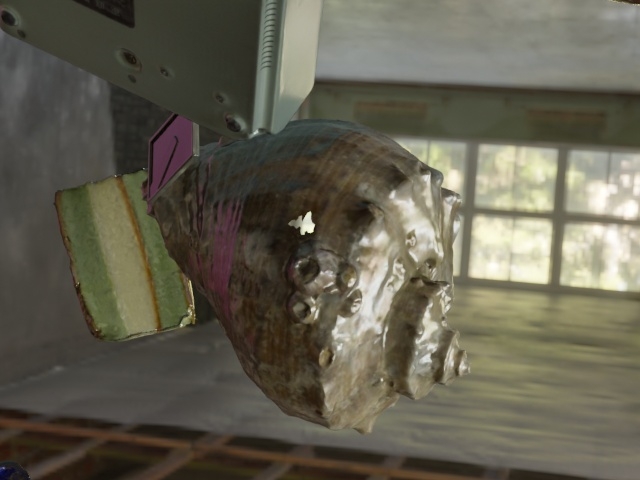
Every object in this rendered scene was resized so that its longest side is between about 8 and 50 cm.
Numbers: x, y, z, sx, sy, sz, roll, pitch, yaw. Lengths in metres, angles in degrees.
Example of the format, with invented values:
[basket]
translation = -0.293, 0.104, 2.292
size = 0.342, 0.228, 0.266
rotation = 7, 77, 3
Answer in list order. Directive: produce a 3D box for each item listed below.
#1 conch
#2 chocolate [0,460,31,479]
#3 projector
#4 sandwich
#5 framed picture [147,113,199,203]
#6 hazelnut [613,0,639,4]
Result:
[conch]
translation = 0.007, -0.008, 1.011
size = 0.297, 0.352, 0.210
rotation = -43, 173, -38
[chocolate]
translation = -0.437, 0.363, 1.179
size = 0.343, 0.126, 0.148
rotation = -36, -153, -2
[projector]
translation = -0.121, -0.195, 0.776
size = 0.251, 0.108, 0.198
rotation = 25, 149, 9
[sandwich]
translation = -0.271, 0.038, 1.588
size = 0.155, 0.227, 0.198
rotation = -14, 170, -9
[framed picture]
translation = -0.126, -0.078, 0.953
size = 0.007, 0.066, 0.089
rotation = 14, 147, -30
[hazelnut]
translation = 0.174, -0.226, 0.560
size = 0.181, 0.212, 0.181
rotation = 9, -151, -8
